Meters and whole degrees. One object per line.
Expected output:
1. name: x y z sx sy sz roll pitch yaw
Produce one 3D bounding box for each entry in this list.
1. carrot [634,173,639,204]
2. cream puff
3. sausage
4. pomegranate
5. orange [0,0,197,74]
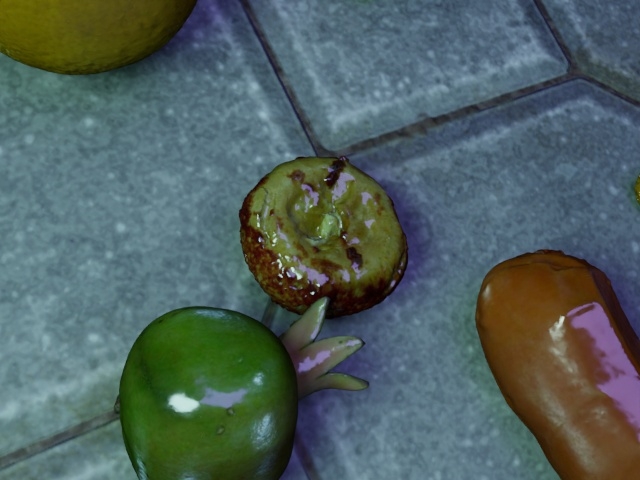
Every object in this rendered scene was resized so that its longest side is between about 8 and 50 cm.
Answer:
1. carrot: 0.430 -0.109 1.052 0.260 0.070 0.070 -33 84 -28
2. cream puff: 0.000 0.000 0.832 0.149 0.084 0.149 9 62 -17
3. sausage: 0.229 0.126 0.847 0.133 0.133 0.258 -28 82 -28
4. pomegranate: -0.059 0.111 0.733 0.191 0.152 0.131 -29 52 -32
5. orange: -0.195 -0.240 0.771 0.236 0.236 0.236 8 67 -18
